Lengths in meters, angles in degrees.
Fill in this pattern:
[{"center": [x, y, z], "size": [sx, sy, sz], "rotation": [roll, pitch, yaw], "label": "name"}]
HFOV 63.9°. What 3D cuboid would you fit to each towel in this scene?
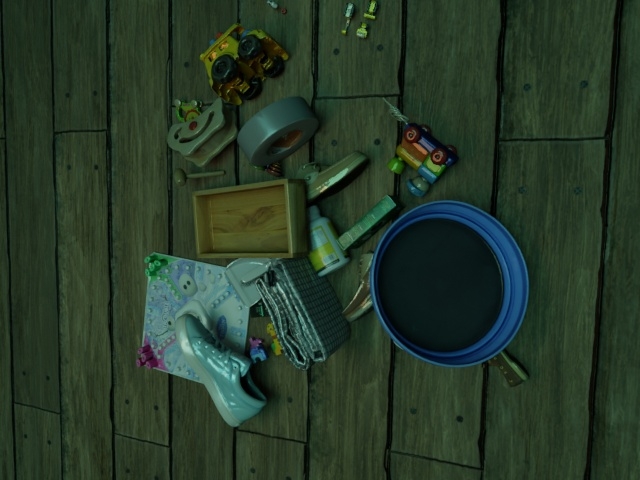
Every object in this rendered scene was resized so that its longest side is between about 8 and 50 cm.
[{"center": [-0.049, 0.186, 1.391], "size": [0.121, 0.235, 0.284], "rotation": [-30, 84, 21], "label": "towel"}]

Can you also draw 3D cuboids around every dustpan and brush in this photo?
[{"center": [-0.166, 0.083, 1.511], "size": [0.211, 0.060, 0.147], "rotation": [-31, 69, -13], "label": "dustpan and brush"}]

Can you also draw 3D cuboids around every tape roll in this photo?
[{"center": [-0.113, -0.291, 1.388], "size": [0.219, 0.219, 0.072], "rotation": [-35, 81, 20], "label": "tape roll"}]

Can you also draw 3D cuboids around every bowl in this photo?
[{"center": [0.302, 0.102, 1.235], "size": [0.390, 0.077, 0.392], "rotation": [1, 81, -9], "label": "bowl"}]

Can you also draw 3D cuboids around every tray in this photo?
[{"center": [-0.208, -0.054, 1.456], "size": [0.410, 0.076, 0.203], "rotation": [-2, 93, 40], "label": "tray"}]

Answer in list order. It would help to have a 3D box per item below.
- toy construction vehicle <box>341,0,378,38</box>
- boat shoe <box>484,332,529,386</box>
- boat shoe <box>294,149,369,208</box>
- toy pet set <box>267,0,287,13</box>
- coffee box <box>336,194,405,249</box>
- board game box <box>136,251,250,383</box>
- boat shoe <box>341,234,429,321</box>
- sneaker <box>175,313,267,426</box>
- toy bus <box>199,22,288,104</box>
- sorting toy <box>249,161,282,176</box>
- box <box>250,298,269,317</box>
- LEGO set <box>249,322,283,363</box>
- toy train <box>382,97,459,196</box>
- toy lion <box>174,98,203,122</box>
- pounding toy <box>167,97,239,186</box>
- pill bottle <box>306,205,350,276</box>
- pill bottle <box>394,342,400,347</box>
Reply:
[{"center": [0.105, -0.599, 1.384], "size": [0.085, 0.035, 0.098], "rotation": [16, 102, 9], "label": "toy construction vehicle"}, {"center": [0.443, 0.293, 1.294], "size": [0.060, 0.064, 0.178], "rotation": [-45, 80, 16], "label": "boat shoe"}, {"center": [-0.025, -0.162, 1.416], "size": [0.341, 0.121, 0.110], "rotation": [-31, 83, 22], "label": "boat shoe"}, {"center": [-0.129, -0.725, 1.446], "size": [0.114, 0.065, 0.122], "rotation": [31, 104, 17], "label": "toy pet set"}, {"center": [0.136, -0.047, 1.367], "size": [0.184, 0.113, 0.040], "rotation": [-42, 76, 20], "label": "coffee box"}, {"center": [-0.413, 0.261, 1.639], "size": [0.389, 0.050, 0.390], "rotation": [10, 98, 20], "label": "board game box"}, {"center": [0.161, 0.077, 1.369], "size": [0.116, 0.123, 0.324], "rotation": [43, 98, 17], "label": "boat shoe"}, {"center": [-0.278, 0.354, 1.507], "size": [0.150, 0.135, 0.366], "rotation": [-31, 95, 9], "label": "sneaker"}, {"center": [-0.232, -0.538, 1.473], "size": [0.220, 0.149, 0.212], "rotation": [-36, 65, 18], "label": "toy bus"}, {"center": [-0.153, -0.222, 1.496], "size": [0.101, 0.061, 0.042], "rotation": [22, 102, -5], "label": "sorting toy"}, {"center": [-0.160, 0.198, 1.527], "size": [0.083, 0.062, 0.052], "rotation": [-8, 89, 22], "label": "box"}, {"center": [-0.138, 0.288, 1.512], "size": [0.227, 0.087, 0.093], "rotation": [-23, 86, 20], "label": "LEGO set"}, {"center": [0.220, -0.238, 1.333], "size": [0.248, 0.105, 0.143], "rotation": [42, 121, 14], "label": "toy train"}, {"center": [-0.406, -0.390, 1.601], "size": [0.100, 0.034, 0.096], "rotation": [9, 105, 21], "label": "toy lion"}, {"center": [-0.353, -0.292, 1.561], "size": [0.269, 0.155, 0.154], "rotation": [-40, 53, 8], "label": "pounding toy"}, {"center": [0.000, 0.000, 1.427], "size": [0.103, 0.103, 0.184], "rotation": [-30, 82, 21], "label": "pill bottle"}, {"center": [0.259, 0.197, 1.336], "size": [0.107, 0.108, 0.180], "rotation": [25, 102, 18], "label": "pill bottle"}]
